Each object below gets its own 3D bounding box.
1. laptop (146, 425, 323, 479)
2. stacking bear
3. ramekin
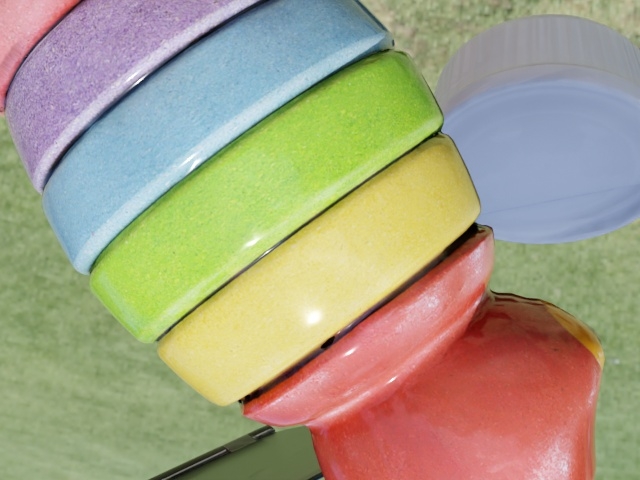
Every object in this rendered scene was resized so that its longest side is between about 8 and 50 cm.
[{"bbox_3d":[-0.107,0.298,0.777,0.382,0.408,0.236,-17,-149,-41],"label":"laptop"},{"bbox_3d":[0.000,0.000,0.405,0.289,0.164,0.175,53,179,2],"label":"stacking bear"},{"bbox_3d":[0.238,-0.121,1.110,0.272,0.127,0.273,4,145,3],"label":"ramekin"}]
